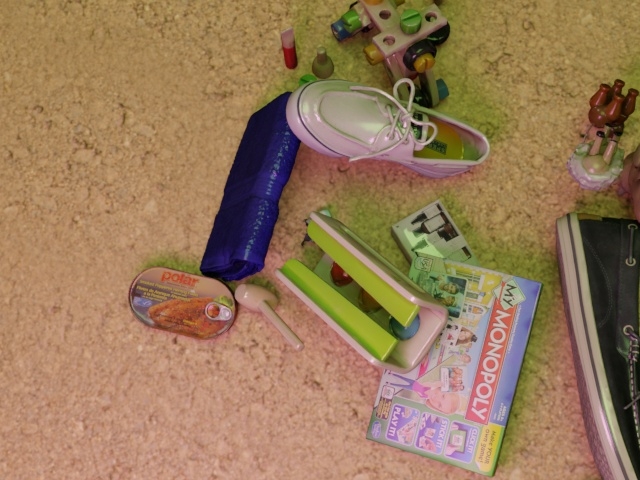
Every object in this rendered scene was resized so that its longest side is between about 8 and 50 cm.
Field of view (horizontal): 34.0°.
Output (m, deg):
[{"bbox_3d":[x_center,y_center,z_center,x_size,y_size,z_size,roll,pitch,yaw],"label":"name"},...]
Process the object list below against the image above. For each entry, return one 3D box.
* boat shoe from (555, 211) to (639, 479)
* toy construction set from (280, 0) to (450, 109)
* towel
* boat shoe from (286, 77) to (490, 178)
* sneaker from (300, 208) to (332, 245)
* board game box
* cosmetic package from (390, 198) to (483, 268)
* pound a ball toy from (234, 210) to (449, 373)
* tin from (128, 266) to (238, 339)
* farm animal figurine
[{"bbox_3d":[0.481,0.184,1.661,0.155,0.187,0.500,-7,69,7],"label":"boat shoe"},{"bbox_3d":[0.084,-0.353,1.801,0.308,0.237,0.258,-6,74,2],"label":"toy construction set"},{"bbox_3d":[-0.100,-0.084,1.757,0.076,0.227,0.308,22,75,-21],"label":"towel"},{"bbox_3d":[0.130,-0.181,1.699,0.367,0.156,0.136,17,77,-31],"label":"boat shoe"},{"bbox_3d":[0.000,0.000,1.812,0.069,0.038,0.098,-23,65,-2],"label":"sneaker"},{"bbox_3d":[0.216,0.196,1.690,0.213,0.046,0.317,14,87,18],"label":"board game box"},{"bbox_3d":[0.220,0.057,1.770,0.098,0.060,0.239,-30,76,-4],"label":"cosmetic package"},{"bbox_3d":[0.033,0.103,1.692,0.319,0.135,0.208,40,102,40],"label":"pound a ball toy"},{"bbox_3d":[-0.232,0.104,1.778,0.189,0.040,0.106,13,96,9],"label":"tin"},{"bbox_3d":[0.576,-0.109,1.737,0.330,0.172,0.327,23,35,9],"label":"farm animal figurine"}]
